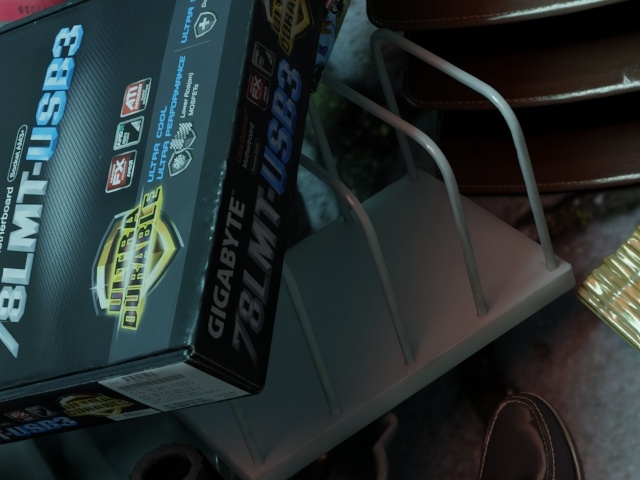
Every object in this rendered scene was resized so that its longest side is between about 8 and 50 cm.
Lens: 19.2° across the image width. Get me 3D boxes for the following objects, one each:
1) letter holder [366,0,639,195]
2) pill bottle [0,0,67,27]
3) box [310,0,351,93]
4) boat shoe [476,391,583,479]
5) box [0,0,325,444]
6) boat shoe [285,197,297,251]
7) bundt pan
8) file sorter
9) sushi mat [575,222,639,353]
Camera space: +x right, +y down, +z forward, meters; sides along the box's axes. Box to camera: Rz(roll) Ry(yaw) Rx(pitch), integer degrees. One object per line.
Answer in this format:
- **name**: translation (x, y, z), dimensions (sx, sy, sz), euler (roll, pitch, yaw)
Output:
- **letter holder**: translation (0.198, -0.161, 1.383), dimensions (0.302, 0.152, 0.214), euler (-7, 68, 26)
- **pill bottle**: translation (-0.266, -0.052, 1.533), dimensions (0.176, 0.176, 0.318), euler (-4, 90, 27)
- **box**: translation (-0.036, -0.184, 1.335), dimensions (0.233, 0.044, 0.159), euler (10, 78, 68)
- **boat shoe**: translation (0.137, 0.198, 1.312), dimensions (0.075, 0.065, 0.206), euler (-8, 66, 25)
- **box**: translation (-0.142, -0.026, 1.207), dimensions (0.293, 0.073, 0.295), euler (-13, 58, 38)
- **boat shoe**: translation (-0.117, -0.078, 1.544), dimensions (0.103, 0.118, 0.320), euler (-44, 51, 15)
- **bundt pan**: translation (-0.091, 0.203, 1.347), dimensions (0.331, 0.124, 0.331), euler (-13, 37, 10)
- **file sorter**: translation (0.000, 0.000, 1.323), dimensions (0.278, 0.173, 0.193), euler (-32, 39, -18)
- **sushi mat**: translation (0.328, 0.077, 1.275), dimensions (0.151, 0.019, 0.316), euler (-47, 60, 2)
